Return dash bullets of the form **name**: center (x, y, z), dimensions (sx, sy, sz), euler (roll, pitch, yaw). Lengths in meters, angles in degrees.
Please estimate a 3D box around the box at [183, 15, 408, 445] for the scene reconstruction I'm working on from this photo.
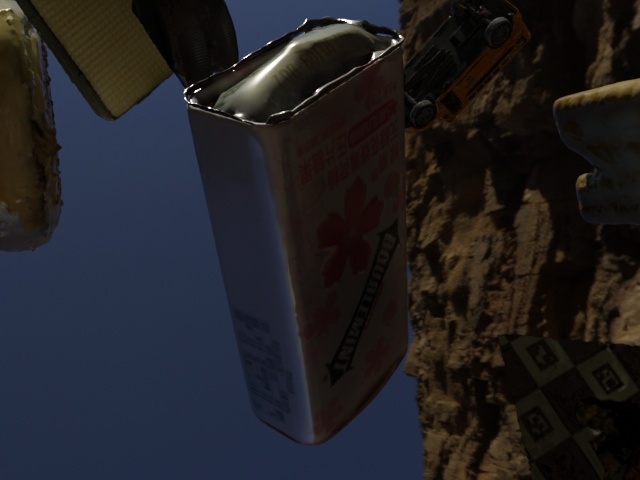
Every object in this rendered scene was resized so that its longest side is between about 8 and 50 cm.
- **box**: center (0.000, 0.000, 0.650), dimensions (0.112, 0.370, 0.190), euler (21, -135, 30)

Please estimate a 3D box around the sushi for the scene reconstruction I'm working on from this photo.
- **sushi**: center (0.338, 0.255, 0.774), dimensions (0.292, 0.059, 0.294), euler (5, -120, -15)

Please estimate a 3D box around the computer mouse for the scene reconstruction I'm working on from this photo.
- **computer mouse**: center (-0.115, -0.195, 0.633), dimensions (0.079, 0.047, 0.135), euler (-33, -69, -29)

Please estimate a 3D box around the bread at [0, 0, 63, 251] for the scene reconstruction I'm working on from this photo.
- **bread**: center (-0.392, -0.135, 0.834), dimensions (0.158, 0.305, 0.306), euler (-5, -99, -21)

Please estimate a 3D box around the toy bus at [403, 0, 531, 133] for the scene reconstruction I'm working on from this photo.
- **toy bus**: center (0.167, -0.216, 0.892), dimensions (0.194, 0.088, 0.083), euler (-46, -127, 14)

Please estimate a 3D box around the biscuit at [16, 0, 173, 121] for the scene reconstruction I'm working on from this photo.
- **biscuit**: center (-0.240, -0.237, 0.745), dimensions (0.121, 0.040, 0.199), euler (-51, -51, -31)

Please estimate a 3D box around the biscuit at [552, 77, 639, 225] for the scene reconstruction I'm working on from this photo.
- **biscuit**: center (0.491, -0.133, 1.112), dimensions (0.062, 0.290, 0.237), euler (-22, -82, -17)
